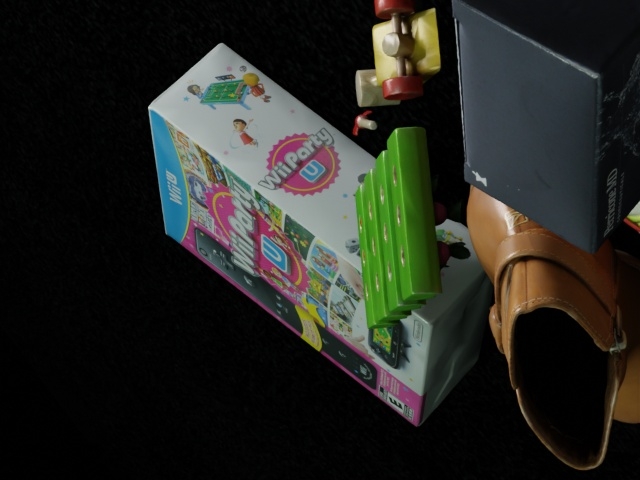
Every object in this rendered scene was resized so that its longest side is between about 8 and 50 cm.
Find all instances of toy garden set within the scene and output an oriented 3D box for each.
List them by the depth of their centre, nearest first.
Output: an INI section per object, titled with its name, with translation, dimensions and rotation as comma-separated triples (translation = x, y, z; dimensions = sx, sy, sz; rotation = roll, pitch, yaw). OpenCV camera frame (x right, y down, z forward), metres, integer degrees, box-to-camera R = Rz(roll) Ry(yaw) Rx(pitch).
[toy garden set]
translation = 0.061, -0.050, 1.186
dimensions = 0.244, 0.049, 0.203
rotation = 123, 142, -81

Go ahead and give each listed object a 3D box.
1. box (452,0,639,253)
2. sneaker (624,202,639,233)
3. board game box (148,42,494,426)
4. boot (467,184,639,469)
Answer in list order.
[box]
translation = 0.154, -0.106, 0.882
dimensions = 0.093, 0.158, 0.156
rotation = 33, 157, 26
[sneaker]
translation = 0.198, -0.039, 1.011
dimensions = 0.279, 0.107, 0.118
rotation = 40, 168, 19
[board game box]
translation = 0.000, 0.000, 1.442
dimensions = 0.303, 0.097, 0.224
rotation = 38, 158, 18
[boot]
translation = 0.177, 0.070, 1.089
dimensions = 0.220, 0.109, 0.283
rotation = -91, -20, -55
